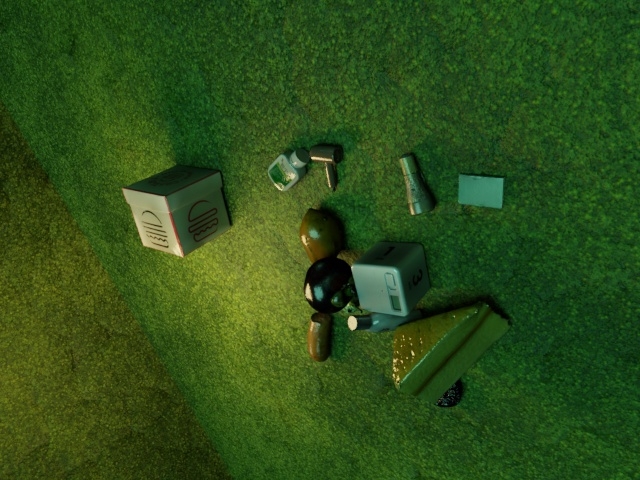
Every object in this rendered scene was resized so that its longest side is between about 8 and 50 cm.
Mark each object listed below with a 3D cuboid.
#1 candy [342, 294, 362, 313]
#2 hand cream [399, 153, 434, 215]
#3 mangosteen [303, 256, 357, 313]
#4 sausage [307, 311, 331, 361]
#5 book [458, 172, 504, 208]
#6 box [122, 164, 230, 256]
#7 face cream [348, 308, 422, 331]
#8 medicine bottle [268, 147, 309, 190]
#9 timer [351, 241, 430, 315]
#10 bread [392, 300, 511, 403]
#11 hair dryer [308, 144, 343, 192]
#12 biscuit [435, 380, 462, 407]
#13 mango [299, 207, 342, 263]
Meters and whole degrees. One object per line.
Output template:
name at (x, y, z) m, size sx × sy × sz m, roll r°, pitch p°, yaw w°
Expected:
candy at (0.128, 0.245, 1.879) m, size 0.305 × 0.083 × 0.091 m, roll 164°, pitch 99°, yaw -84°
hand cream at (0.302, -0.184, 1.587) m, size 0.084 × 0.084 × 0.203 m, roll -13°, pitch 100°, yaw 43°
mangosteen at (0.047, 0.163, 1.834) m, size 0.216 × 0.216 × 0.216 m, roll 20°, pitch 127°, yaw 29°
sausage at (-0.006, 0.444, 2.198) m, size 0.109 × 0.109 × 0.270 m, roll 23°, pitch 131°, yaw 27°
book at (0.487, -0.150, 1.489) m, size 0.135 × 0.017 × 0.103 m, roll 10°, pitch 119°, yaw 34°
box at (-0.635, -0.143, 2.206) m, size 0.315 × 0.312 × 0.299 m, roll 12°, pitch 124°, yaw 35°
face cream at (0.232, 0.293, 1.787) m, size 0.144 × 0.292 × 0.070 m, roll -39°, pitch 55°, yaw 45°
medicine bottle at (-0.117, -0.276, 1.872) m, size 0.183 × 0.069 × 0.119 m, roll -36°, pitch 88°, yaw 44°
timer at (0.250, 0.130, 1.728) m, size 0.195 × 0.195 × 0.192 m, roll 2°, pitch 117°, yaw 38°
bread at (0.450, 0.376, 1.655) m, size 0.233 × 0.244 × 0.362 m, roll 28°, pitch 140°, yaw -30°
hair dryer at (0.028, -0.257, 1.774) m, size 0.117 × 0.064 × 0.181 m, roll 12°, pitch 128°, yaw 35°
biscuit at (0.464, 0.572, 1.924) m, size 0.195 × 0.053 × 0.194 m, roll 19°, pitch 125°, yaw 29°
mango at (0.000, 0.000, 1.898) m, size 0.167 × 0.136 × 0.235 m, roll 23°, pitch 136°, yaw 20°
